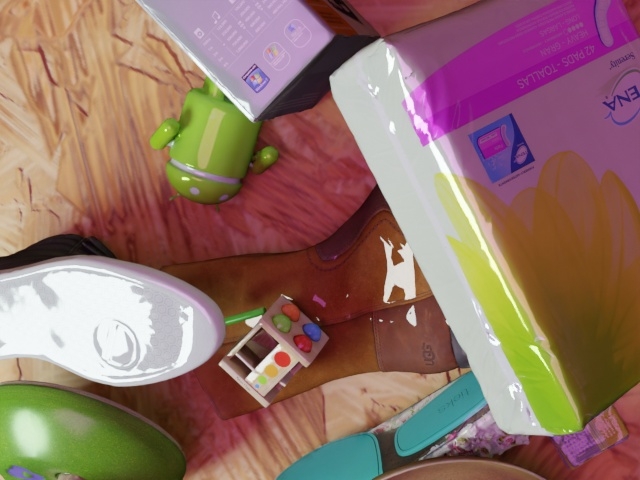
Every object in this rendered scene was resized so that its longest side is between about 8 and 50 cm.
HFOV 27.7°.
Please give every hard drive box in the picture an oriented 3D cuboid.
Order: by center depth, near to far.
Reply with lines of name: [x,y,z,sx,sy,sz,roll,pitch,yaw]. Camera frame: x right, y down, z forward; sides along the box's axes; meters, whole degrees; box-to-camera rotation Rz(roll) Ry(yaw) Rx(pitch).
hard drive box: [-0.078,-0.206,0.992,0.232,0.181,0.089,45,105,2]

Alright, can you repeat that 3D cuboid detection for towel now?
towel: [0.209,0.141,1.065,0.060,0.009,0.083,-30,91,16]

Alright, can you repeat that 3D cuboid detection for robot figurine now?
robot figurine: [-0.088,-0.081,1.071,0.101,0.067,0.115,14,103,-21]

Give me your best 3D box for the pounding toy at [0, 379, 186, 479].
pounding toy: [-0.238,0.202,1.079,0.237,0.183,0.110,9,58,13]

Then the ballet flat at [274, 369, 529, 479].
ballet flat: [0.072,0.187,1.073,0.241,0.091,0.077,-30,123,20]

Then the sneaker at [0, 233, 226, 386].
sneaker: [-0.179,0.043,1.059,0.295,0.147,0.105,-1,106,30]

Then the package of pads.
package of pads: [0.171,-0.037,0.943,0.101,0.229,0.296,-23,93,57]

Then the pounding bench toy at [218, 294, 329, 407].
pounding bench toy: [-0.046,0.075,1.029,0.083,0.052,0.065,43,116,-1]

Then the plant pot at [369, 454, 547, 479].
plant pot: [0.097,0.260,1.053,0.236,0.032,0.236,-4,120,-7]

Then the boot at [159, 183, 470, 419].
boot: [0.000,0.000,1.068,0.280,0.096,0.264,-13,106,21]
